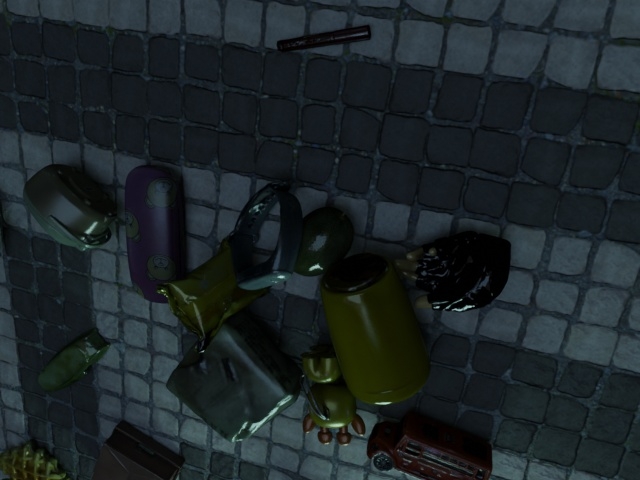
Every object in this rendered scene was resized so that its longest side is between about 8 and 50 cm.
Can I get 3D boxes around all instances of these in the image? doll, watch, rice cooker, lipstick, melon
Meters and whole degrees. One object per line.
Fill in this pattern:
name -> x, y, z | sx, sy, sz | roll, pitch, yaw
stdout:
doll -> 0.023, 0.335, 1.190 | 0.142, 0.135, 0.221 | -2, 97, 16
watch -> -0.111, -0.006, 1.091 | 0.206, 0.068, 0.193 | -23, 61, 49
rice cooker -> -0.544, -0.075, 1.213 | 0.206, 0.145, 0.127 | 41, 106, -4
lipstick -> 0.003, -0.362, 0.998 | 0.176, 0.027, 0.027 | -2, 109, 19
melon -> 0.000, 0.000, 1.086 | 0.114, 0.114, 0.167 | 40, 118, 0

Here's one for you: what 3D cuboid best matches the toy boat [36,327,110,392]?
toy boat -> -0.664, 0.332, 1.448 | 0.293, 0.055, 0.093 | -37, 93, 25

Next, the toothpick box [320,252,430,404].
toothpick box -> 0.099, 0.161, 1.057 | 0.175, 0.175, 0.271 | -10, 117, 20

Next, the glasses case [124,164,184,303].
glasses case -> -0.363, -0.008, 1.216 | 0.123, 0.076, 0.316 | 10, 112, 15

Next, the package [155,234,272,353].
package -> -0.216, 0.106, 1.148 | 0.168, 0.226, 0.090 | 55, 144, -4

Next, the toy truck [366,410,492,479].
toy truck -> 0.232, 0.450, 1.183 | 0.252, 0.107, 0.114 | 20, 113, 8

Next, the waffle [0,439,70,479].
waffle -> -0.853, 0.722, 1.654 | 0.250, 0.056, 0.261 | -36, 94, 25

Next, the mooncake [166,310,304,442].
mooncake -> -0.189, 0.311, 1.247 | 0.254, 0.136, 0.250 | 46, 115, 5

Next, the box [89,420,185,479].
box -> -0.500, 0.633, 1.492 | 0.215, 0.086, 0.215 | 30, 116, 4

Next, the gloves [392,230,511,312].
gloves -> 0.234, 0.056, 1.036 | 0.203, 0.124, 0.164 | 10, 84, 40
